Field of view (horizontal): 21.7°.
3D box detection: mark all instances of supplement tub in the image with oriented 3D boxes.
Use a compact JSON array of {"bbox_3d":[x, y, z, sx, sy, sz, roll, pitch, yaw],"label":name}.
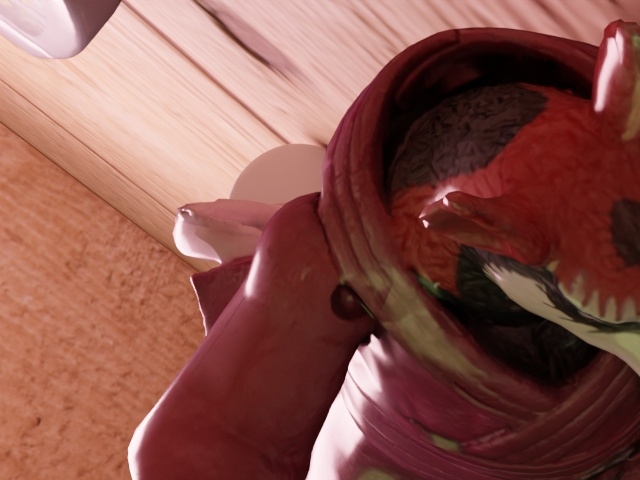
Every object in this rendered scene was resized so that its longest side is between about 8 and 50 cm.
[{"bbox_3d":[0.000,0.000,0.871,0.071,0.071,0.107,32,174,25],"label":"supplement tub"}]

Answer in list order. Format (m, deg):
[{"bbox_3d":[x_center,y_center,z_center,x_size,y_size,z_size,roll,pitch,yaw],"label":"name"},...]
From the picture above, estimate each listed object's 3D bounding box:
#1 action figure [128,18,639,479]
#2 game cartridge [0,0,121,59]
[{"bbox_3d":[0.067,0.020,0.493,0.370,0.248,0.275,83,175,-65],"label":"action figure"},{"bbox_3d":[-0.162,-0.153,0.672,0.196,0.060,0.294,31,174,-7],"label":"game cartridge"}]
